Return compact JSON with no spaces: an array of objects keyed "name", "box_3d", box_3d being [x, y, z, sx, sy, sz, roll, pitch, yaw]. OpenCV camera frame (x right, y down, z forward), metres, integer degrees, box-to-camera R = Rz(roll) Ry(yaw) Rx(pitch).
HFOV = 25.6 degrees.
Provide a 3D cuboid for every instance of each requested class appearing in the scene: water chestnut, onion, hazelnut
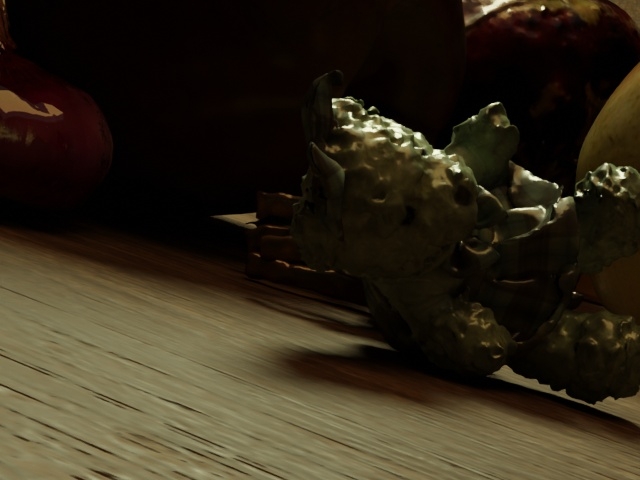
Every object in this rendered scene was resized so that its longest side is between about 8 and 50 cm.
[{"name":"water chestnut","box_3d":[0.162,-0.096,1.325,0.335,0.335,0.347,11,36,-46]},{"name":"onion","box_3d":[-0.185,-0.090,0.802,0.150,0.140,0.150,14,1,0]},{"name":"hazelnut","box_3d":[-0.100,-0.189,1.018,0.402,0.402,0.429,13,12,-31]}]

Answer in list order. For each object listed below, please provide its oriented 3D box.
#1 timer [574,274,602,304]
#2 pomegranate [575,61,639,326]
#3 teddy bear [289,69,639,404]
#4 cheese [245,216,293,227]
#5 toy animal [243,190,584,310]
[{"name":"timer","box_3d":[0.291,-0.016,1.468,0.132,0.152,0.132,15,4,-1]},{"name":"pomegranate","box_3d":[0.314,-0.023,0.930,0.319,0.319,0.319,16,4,-1]},{"name":"teddy bear","box_3d":[0.058,-0.003,0.671,0.213,0.133,0.111,23,-26,-26]},{"name":"cheese","box_3d":[0.000,0.000,1.063,0.121,0.026,0.067,17,5,20]},{"name":"toy animal","box_3d":[0.068,0.022,0.837,0.230,0.066,0.224,6,-14,-7]}]
